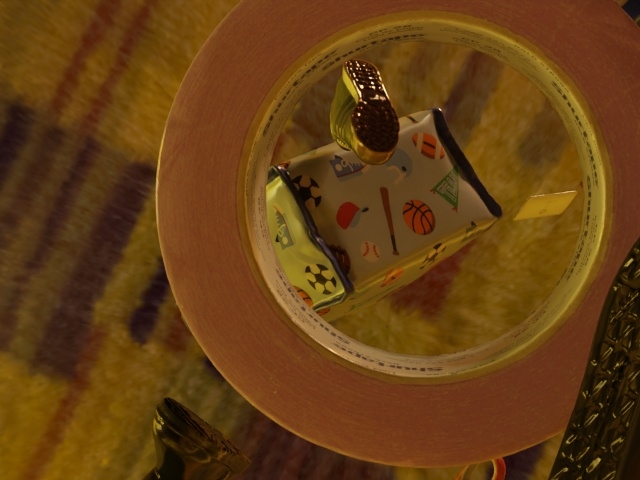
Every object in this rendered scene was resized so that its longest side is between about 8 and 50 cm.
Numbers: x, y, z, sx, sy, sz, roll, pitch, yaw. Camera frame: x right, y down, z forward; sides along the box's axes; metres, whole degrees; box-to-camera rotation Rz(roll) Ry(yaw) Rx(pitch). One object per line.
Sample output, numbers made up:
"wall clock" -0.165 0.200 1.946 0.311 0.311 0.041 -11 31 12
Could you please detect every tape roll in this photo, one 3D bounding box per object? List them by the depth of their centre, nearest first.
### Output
"tape roll" 0.055 -0.022 0.676 0.275 0.090 0.274 0 93 5

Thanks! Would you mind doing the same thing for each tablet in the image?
"tablet" 0.307 -0.047 1.717 0.083 0.054 0.006 -7 59 -26

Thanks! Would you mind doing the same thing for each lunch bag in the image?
"lunch bag" 0.000 0.000 1.792 0.328 0.385 0.239 -22 80 -36

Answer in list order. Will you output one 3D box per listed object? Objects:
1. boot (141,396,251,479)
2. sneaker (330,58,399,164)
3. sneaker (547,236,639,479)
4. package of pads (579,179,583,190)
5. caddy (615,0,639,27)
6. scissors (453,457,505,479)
"boot" -0.202 0.317 1.579 0.094 0.246 0.207 40 83 23
"sneaker" 0.051 -0.140 1.576 0.064 0.086 0.192 7 41 -16
"sneaker" 0.175 0.079 0.575 0.097 0.084 0.234 26 84 -14
"package of pads" 0.393 -0.096 1.723 0.083 0.050 0.032 -44 78 -2
"caddy" 0.312 -0.323 1.115 0.341 0.241 0.179 -37 67 26
"scissors" 0.137 0.358 1.655 0.297 0.021 0.109 -28 58 37
